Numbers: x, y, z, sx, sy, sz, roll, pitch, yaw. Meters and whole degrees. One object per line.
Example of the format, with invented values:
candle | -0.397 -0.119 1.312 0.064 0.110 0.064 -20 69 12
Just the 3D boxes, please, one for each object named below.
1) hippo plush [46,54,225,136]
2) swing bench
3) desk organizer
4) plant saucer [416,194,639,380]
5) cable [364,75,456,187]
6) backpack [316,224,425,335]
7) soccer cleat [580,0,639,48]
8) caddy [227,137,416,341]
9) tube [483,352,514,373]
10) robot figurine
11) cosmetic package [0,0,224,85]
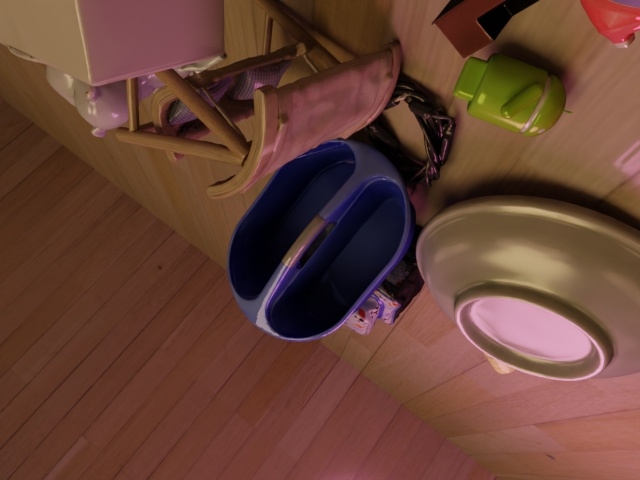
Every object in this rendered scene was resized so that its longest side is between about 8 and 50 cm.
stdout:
hippo plush | -0.370 -0.301 1.005 0.294 0.237 0.234 39 160 3
swing bench | -0.077 -0.181 0.651 0.254 0.253 0.165 32 132 24
desk organizer | 0.169 -0.224 0.484 0.050 0.047 0.130 43 161 -17
plant saucer | 0.313 0.105 0.763 0.400 0.101 0.401 24 151 14
cable | 0.115 -0.148 0.746 0.150 0.047 0.185 33 160 18
backpack | 0.066 0.050 1.053 0.263 0.213 0.277 43 163 15
soccer cleat | 0.268 -0.200 0.314 0.095 0.083 0.248 50 161 -15
caddy | 0.000 0.000 0.850 0.241 0.341 0.179 41 -167 14
tube | 0.321 0.169 1.054 0.070 0.062 0.240 -27 112 25
robot figurine | 0.199 -0.150 0.541 0.115 0.067 0.101 22 -168 3
cosmetic package | -0.195 -0.337 0.381 0.217 0.156 0.385 29 133 25
